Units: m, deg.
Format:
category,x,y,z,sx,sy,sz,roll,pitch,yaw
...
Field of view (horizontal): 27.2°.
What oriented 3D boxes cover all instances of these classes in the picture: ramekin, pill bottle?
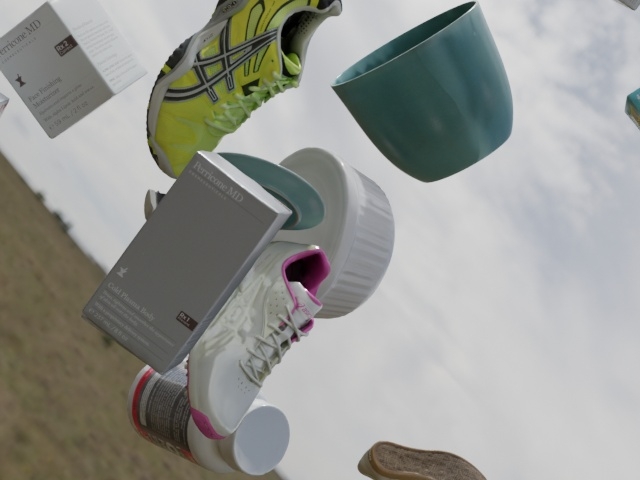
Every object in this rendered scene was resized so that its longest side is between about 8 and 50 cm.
category,x,y,z,sx,sy,sz,roll,pitch,yaw
ramekin,0.000,0.000,2.070,0.127,0.273,0.273,19,11,-36
pill bottle,-0.203,0.327,2.442,0.318,0.176,0.176,12,-36,49

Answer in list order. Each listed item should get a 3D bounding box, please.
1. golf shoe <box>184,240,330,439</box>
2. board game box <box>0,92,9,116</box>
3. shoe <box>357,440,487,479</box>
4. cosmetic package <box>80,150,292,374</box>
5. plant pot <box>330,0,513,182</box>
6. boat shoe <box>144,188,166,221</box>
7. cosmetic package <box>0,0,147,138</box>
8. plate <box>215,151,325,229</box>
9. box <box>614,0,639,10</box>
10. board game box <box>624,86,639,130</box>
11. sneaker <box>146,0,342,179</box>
category,x,y,z,sx,sy,sz,roll,pitch,yaw
golf shoe,-0.079,0.116,1.708,0.140,0.306,0.115,-8,-42,31
board game box,-0.632,-0.140,2.036,0.193,0.305,0.053,33,16,2
shoe,0.156,0.352,1.979,0.219,0.058,0.076,21,44,-21
cosmetic package,-0.153,0.023,1.546,0.127,0.238,0.107,35,9,5
plant pot,0.199,-0.243,2.312,0.235,0.293,0.293,60,-12,-12
boat shoe,-0.216,-0.017,1.800,0.046,0.038,0.125,116,-28,-42
cosmetic package,-0.415,-0.297,2.183,0.184,0.151,0.151,54,25,-10
plate,-0.085,-0.056,1.761,0.188,0.024,0.188,16,-26,8
box,0.369,-0.361,1.658,0.087,0.102,0.101,26,14,-27
board game box,0.709,-0.216,2.153,0.254,0.336,0.079,57,-1,19
sneaker,-0.117,-0.245,1.917,0.147,0.385,0.145,40,16,29
